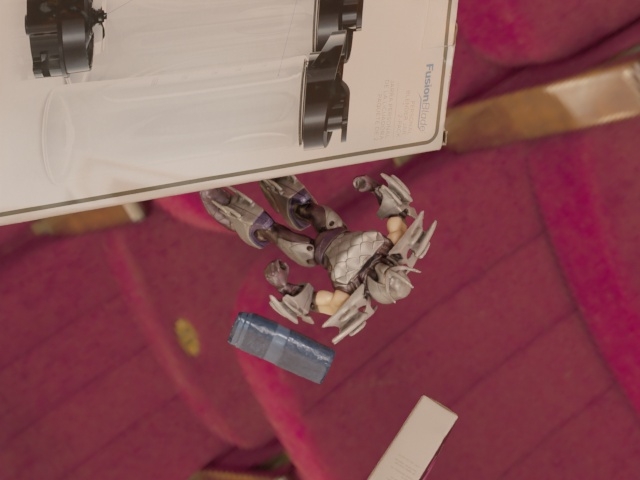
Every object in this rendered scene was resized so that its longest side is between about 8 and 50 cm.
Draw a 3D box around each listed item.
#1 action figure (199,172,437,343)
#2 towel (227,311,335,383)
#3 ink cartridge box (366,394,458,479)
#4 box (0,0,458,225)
[{"bbox_3d":[0.000,0.000,1.348,0.285,0.185,0.099,29,152,45],"label":"action figure"},{"bbox_3d":[-0.043,0.117,1.441,0.119,0.029,0.067,25,148,-2],"label":"towel"},{"bbox_3d":[0.051,0.375,1.629,0.069,0.371,0.175,32,138,12],"label":"ink cartridge box"},{"bbox_3d":[-0.070,-0.115,0.655,0.087,0.290,0.169,42,137,50],"label":"box"}]
